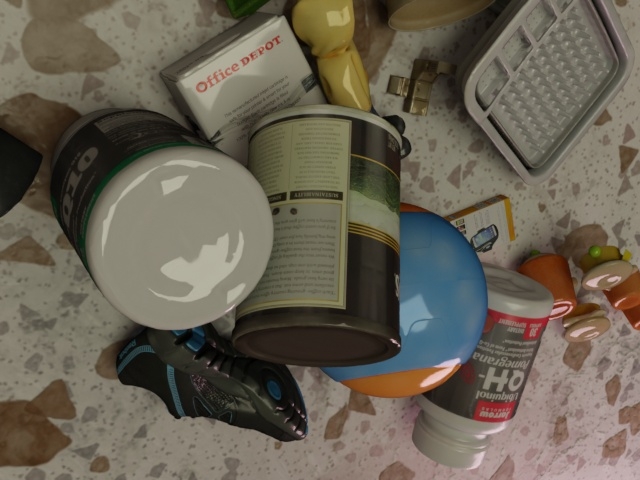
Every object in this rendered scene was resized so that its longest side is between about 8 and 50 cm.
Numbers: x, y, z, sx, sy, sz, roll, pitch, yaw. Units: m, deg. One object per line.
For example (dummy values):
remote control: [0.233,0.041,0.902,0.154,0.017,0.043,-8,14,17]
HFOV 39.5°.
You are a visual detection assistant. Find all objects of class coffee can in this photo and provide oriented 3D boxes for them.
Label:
coffee can: [0.000,0.000,1.103,0.202,0.201,0.275,14,66,-28]

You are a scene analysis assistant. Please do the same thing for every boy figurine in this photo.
boy figurine: [0.041,-0.237,1.245,0.092,0.177,0.285,-18,133,10]

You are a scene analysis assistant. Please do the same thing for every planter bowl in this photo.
planter bowl: [0.164,-0.381,1.277,0.162,0.162,0.109,-11,85,-22]

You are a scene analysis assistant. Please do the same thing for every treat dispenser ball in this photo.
treat dispenser ball: [0.100,0.087,1.311,0.288,0.288,0.288,-8,110,-23]

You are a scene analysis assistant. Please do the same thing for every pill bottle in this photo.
pill bottle: [0.256,0.210,1.485,0.176,0.176,0.318,6,109,-27]
pill bottle: [-0.211,-0.047,1.077,0.204,0.361,0.204,-8,109,-23]

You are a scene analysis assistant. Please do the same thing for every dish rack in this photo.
dish rack: [0.344,-0.265,1.390,0.285,0.072,0.333,-52,138,1]

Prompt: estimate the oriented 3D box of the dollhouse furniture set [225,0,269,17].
dollhouse furniture set: [-0.063,-0.474,1.154,0.198,0.151,0.301,-28,98,-39]

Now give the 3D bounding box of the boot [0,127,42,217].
boot: [-0.497,-0.209,1.011,0.367,0.146,0.445,-44,117,3]

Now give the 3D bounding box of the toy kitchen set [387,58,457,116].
toy kitchen set: [0.150,-0.233,1.352,0.068,0.075,0.083,7,99,-26]

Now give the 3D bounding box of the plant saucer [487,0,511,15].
plant saucer: [0.370,-0.528,1.347,0.401,0.100,0.400,-8,109,-22]

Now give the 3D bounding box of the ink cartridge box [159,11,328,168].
ink cartridge box: [-0.086,-0.174,1.245,0.172,0.100,0.237,-35,119,-11]

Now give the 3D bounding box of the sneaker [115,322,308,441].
sneaker: [-0.154,0.218,1.354,0.140,0.125,0.341,-36,125,21]

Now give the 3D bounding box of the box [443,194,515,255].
box: [0.262,-0.017,1.505,0.136,0.028,0.081,-20,114,-16]

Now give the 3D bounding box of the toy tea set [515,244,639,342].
toy tea set: [0.485,0.080,1.598,0.200,0.124,0.336,-29,144,24]
